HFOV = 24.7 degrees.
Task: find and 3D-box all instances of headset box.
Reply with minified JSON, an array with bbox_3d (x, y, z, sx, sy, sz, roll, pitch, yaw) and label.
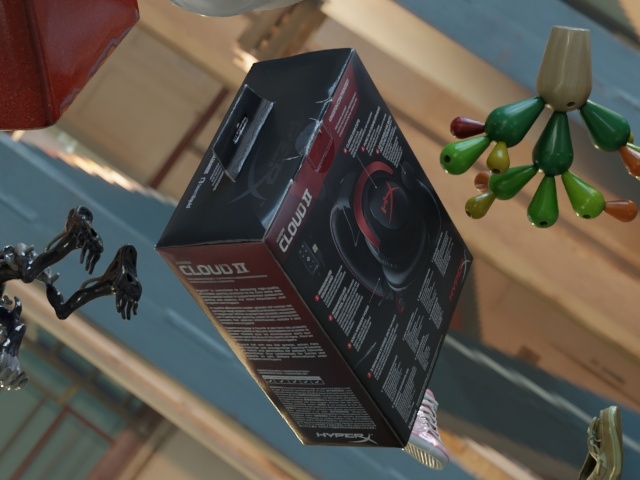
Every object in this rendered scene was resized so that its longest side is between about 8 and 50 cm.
[{"bbox_3d":[0.000,0.000,1.215,0.293,0.110,0.218,56,-137,-38],"label":"headset box"}]

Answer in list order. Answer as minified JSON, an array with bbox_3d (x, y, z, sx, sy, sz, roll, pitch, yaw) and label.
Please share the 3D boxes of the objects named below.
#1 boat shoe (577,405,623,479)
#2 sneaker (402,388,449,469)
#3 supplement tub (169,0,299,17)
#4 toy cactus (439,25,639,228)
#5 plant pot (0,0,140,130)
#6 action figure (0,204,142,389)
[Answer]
[{"bbox_3d":[0.309,0.235,1.619,0.153,0.048,0.056,78,-164,-54],"label":"boat shoe"},{"bbox_3d":[0.102,0.186,1.516,0.070,0.051,0.134,-47,29,-13],"label":"sneaker"},{"bbox_3d":[-0.038,-0.375,1.486,0.331,0.241,0.241,-44,-15,-51],"label":"supplement tub"},{"bbox_3d":[0.214,-0.101,1.314,0.112,0.219,0.180,-113,28,-76],"label":"toy cactus"},{"bbox_3d":[-0.291,-0.233,1.018,0.267,0.267,0.235,-74,-15,-65],"label":"plant pot"},{"bbox_3d":[-0.333,0.057,1.519,0.276,0.164,0.141,-16,37,25],"label":"action figure"}]
